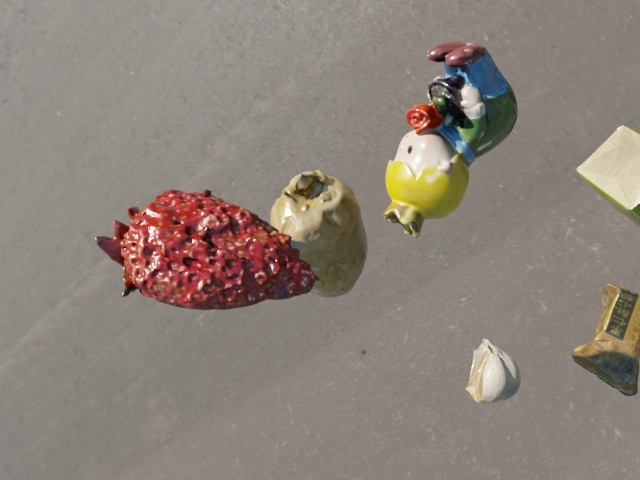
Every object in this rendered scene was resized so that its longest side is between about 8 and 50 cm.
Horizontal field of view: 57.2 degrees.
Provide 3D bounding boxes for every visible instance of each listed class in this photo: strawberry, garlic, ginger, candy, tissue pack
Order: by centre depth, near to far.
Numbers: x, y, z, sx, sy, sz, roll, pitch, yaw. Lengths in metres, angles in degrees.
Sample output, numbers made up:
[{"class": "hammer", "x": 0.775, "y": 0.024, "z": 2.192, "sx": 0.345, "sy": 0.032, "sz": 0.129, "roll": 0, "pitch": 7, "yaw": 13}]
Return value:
[{"class": "strawberry", "x": -0.125, "y": 0.012, "z": 0.681, "sx": 0.228, "sy": 0.174, "sz": 0.098, "roll": 18, "pitch": 123, "yaw": 20}, {"class": "ginger", "x": 0.000, "y": 0.000, "z": 0.897, "sx": 0.138, "sy": 0.267, "sz": 0.152, "roll": -28, "pitch": 64, "yaw": -9}, {"class": "candy", "x": 0.652, "y": 0.209, "z": 1.299, "sx": 0.143, "sy": 0.271, "sz": 0.101, "roll": 25, "pitch": 142, "yaw": 18}, {"class": "tissue pack", "x": 0.806, "y": -0.122, "z": 1.433, "sx": 0.167, "sy": 0.274, "sz": 0.200, "roll": -50, "pitch": 36, "yaw": 19}, {"class": "garlic", "x": 0.524, "y": 0.397, "z": 1.743, "sx": 0.142, "sy": 0.229, "sz": 0.178, "roll": 13, "pitch": 98, "yaw": 9}]

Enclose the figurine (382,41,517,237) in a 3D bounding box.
[{"class": "figurine", "x": 0.153, "y": -0.133, "z": 0.785, "sx": 0.234, "sy": 0.185, "sz": 0.127, "roll": -42, "pitch": 45, "yaw": -1}]
